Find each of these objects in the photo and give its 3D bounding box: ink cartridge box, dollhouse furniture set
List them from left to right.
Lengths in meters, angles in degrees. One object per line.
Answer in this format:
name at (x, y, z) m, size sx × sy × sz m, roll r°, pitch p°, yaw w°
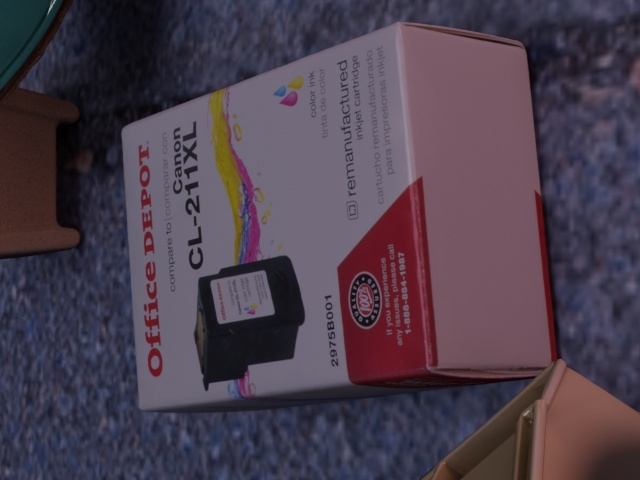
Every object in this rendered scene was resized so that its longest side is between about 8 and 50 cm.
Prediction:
dollhouse furniture set at (-0.259, -0.032, 0.848) m, size 0.259 × 0.135 × 0.262 m, roll -6°, pitch 83°, yaw 48°
ink cartridge box at (0.000, 0.000, 0.602) m, size 0.175 × 0.072 × 0.128 m, roll -14°, pitch 78°, yaw 47°

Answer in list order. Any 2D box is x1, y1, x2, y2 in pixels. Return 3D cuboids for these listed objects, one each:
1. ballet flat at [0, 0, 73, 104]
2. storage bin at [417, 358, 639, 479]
ballet flat at (-0.160, -0.169, 0.715) m, size 0.342 × 0.116 × 0.124 m, roll -63°, pitch 25°, yaw -8°
storage bin at (0.026, 0.211, 0.445) m, size 0.262 × 0.123 × 0.260 m, roll -49°, pitch 15°, yaw 35°
